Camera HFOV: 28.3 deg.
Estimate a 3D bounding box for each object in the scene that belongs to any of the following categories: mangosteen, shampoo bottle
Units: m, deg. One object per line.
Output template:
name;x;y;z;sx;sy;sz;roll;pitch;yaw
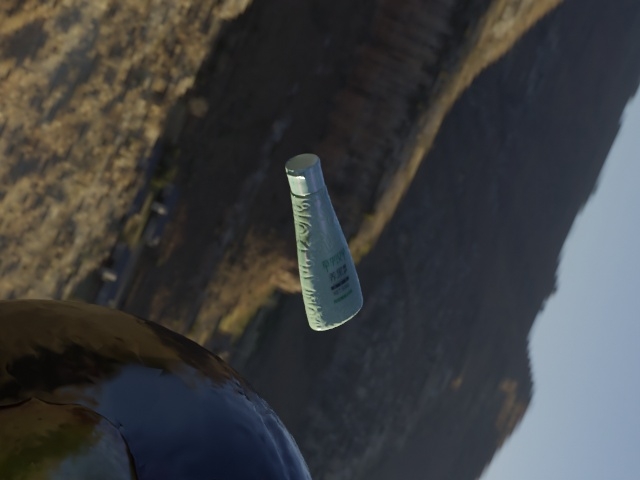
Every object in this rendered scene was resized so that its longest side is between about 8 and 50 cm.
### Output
mangosteen;-0.089;0.113;0.396;0.210;0.210;0.210;24;90;-84
shampoo bottle;0.000;0.000;1.310;0.069;0.041;0.191;-28;124;-25
